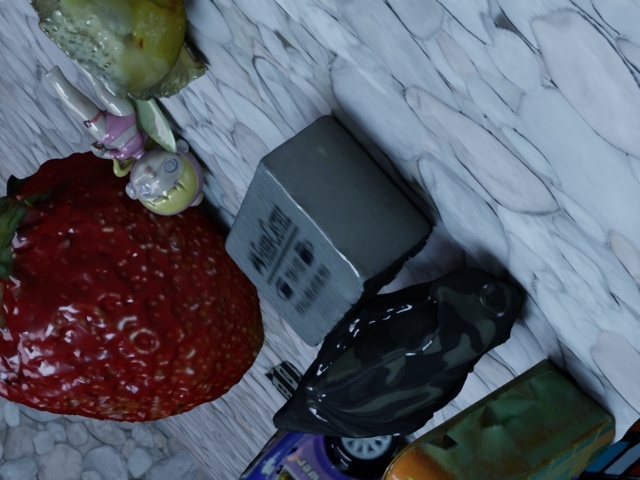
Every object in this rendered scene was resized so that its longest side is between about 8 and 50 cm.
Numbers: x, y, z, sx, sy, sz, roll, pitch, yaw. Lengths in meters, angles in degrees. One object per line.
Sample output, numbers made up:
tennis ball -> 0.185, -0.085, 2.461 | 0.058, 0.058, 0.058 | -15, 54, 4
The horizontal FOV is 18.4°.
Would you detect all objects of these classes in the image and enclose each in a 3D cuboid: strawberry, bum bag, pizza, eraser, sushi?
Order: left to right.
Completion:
strawberry -> -0.183, 0.051, 1.843 | 0.276, 0.257, 0.257 | 19, 177, -19
pizza -> -0.130, -0.166, 1.391 | 0.204, 0.080, 0.188 | 45, -165, -35
eraser -> -0.001, 0.001, 1.419 | 0.111, 0.077, 0.352 | 47, 168, 3
sushi -> 0.004, 0.229, 2.166 | 0.210, 0.040, 0.193 | 48, 167, 1
bum bag -> 0.047, 0.092, 1.383 | 0.095, 0.144, 0.340 | 61, 168, 4

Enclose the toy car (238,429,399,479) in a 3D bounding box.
toy car -> 0.031, 0.261, 1.902 | 0.235, 0.158, 0.172 | 48, 168, 3

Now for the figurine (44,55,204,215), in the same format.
figurine -> -0.165, -0.093, 1.725 | 0.187, 0.083, 0.083 | 47, 169, -21

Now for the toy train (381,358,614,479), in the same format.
toy train -> 0.112, 0.155, 1.287 | 0.072, 0.188, 0.099 | 45, 138, 22

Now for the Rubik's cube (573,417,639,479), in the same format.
Rubik's cube -> 0.213, 0.208, 1.074 | 0.184, 0.187, 0.182 | 52, 168, -3

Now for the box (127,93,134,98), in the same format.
box -> -0.176, -0.165, 1.613 | 0.079, 0.035, 0.083 | 36, 161, 45
